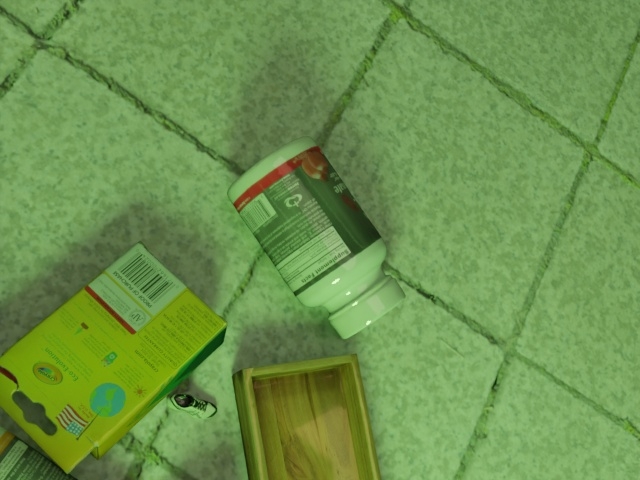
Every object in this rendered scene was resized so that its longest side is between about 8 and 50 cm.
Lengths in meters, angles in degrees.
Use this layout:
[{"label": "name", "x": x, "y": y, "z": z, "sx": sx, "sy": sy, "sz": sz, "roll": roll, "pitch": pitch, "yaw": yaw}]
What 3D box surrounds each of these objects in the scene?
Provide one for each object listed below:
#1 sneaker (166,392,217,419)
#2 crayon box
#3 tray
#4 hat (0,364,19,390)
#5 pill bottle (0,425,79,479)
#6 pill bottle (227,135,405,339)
[{"label": "sneaker", "x": -0.200, "y": 0.261, "z": 1.411, "sx": 0.083, "sy": 0.037, "sz": 0.032, "roll": 17, "pitch": 66, "yaw": -19}, {"label": "crayon box", "x": -0.321, "y": 0.175, "z": 1.338, "sx": 0.202, "sy": 0.081, "sz": 0.318, "roll": 42, "pitch": 62, "yaw": 11}, {"label": "tray", "x": -0.006, "y": 0.400, "z": 1.427, "sx": 0.202, "sy": 0.076, "sz": 0.411, "roll": -5, "pitch": 74, "yaw": -23}, {"label": "hat", "x": -0.521, "y": 0.103, "z": 1.216, "sx": 0.208, "sy": 0.183, "sz": 0.173, "roll": 15, "pitch": 75, "yaw": -31}, {"label": "pill bottle", "x": -0.384, "y": 0.393, "z": 1.222, "sx": 0.278, "sy": 0.162, "sz": 0.162, "roll": 38, "pitch": 63, "yaw": -7}, {"label": "pill bottle", "x": 0.000, "y": 0.000, "z": 1.499, "sx": 0.176, "sy": 0.176, "sz": 0.318, "roll": -34, "pitch": 88, "yaw": -28}]
